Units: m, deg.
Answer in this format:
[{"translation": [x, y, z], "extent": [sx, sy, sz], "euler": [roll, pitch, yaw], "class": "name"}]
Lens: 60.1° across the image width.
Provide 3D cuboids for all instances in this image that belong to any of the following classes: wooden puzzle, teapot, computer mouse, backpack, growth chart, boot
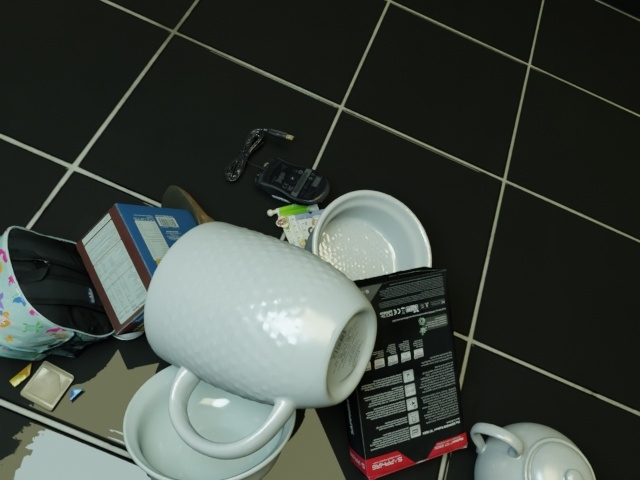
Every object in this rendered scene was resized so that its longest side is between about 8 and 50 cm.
[{"translation": [-0.514, 0.273, 1.041], "extent": [0.116, 0.014, 0.079], "euler": [34, 65, 4], "class": "wooden puzzle"}, {"translation": [0.441, 0.474, 1.095], "extent": [0.255, 0.187, 0.253], "euler": [-5, 65, -16], "class": "teapot"}, {"translation": [-0.086, -0.176, 1.351], "extent": [0.261, 0.060, 0.184], "euler": [17, 64, 13], "class": "computer mouse"}, {"translation": [-0.515, 0.098, 0.992], "extent": [0.191, 0.253, 0.225], "euler": [-27, 73, -1], "class": "backpack"}, {"translation": [0.000, 0.000, 1.313], "extent": [0.171, 0.021, 0.237], "euler": [-23, 72, -25], "class": "growth chart"}, {"translation": [-0.245, 0.002, 1.221], "extent": [0.115, 0.112, 0.305], "euler": [-12, 59, -53], "class": "boot"}]

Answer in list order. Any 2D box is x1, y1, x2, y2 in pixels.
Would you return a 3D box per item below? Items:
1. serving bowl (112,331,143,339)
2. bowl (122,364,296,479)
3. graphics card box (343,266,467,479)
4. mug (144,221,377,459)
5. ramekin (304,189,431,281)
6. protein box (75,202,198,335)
[{"translation": [-0.390, 0.164, 1.120], "extent": [0.083, 0.027, 0.083], "euler": [6, 62, -12], "class": "serving bowl"}, {"translation": [-0.191, 0.350, 0.987], "extent": [0.297, 0.134, 0.298], "euler": [3, 29, -1], "class": "bowl"}, {"translation": [0.154, 0.252, 1.097], "extent": [0.232, 0.094, 0.371], "euler": [-11, 97, -19], "class": "graphics card box"}, {"translation": [-0.107, 0.176, 0.928], "extent": [0.327, 0.276, 0.374], "euler": [17, 64, 29], "class": "mug"}, {"translation": [0.094, 0.040, 1.228], "extent": [0.277, 0.135, 0.277], "euler": [5, 73, -19], "class": "ramekin"}, {"translation": [-0.321, 0.053, 1.080], "extent": [0.201, 0.136, 0.199], "euler": [59, 24, 17], "class": "protein box"}]
